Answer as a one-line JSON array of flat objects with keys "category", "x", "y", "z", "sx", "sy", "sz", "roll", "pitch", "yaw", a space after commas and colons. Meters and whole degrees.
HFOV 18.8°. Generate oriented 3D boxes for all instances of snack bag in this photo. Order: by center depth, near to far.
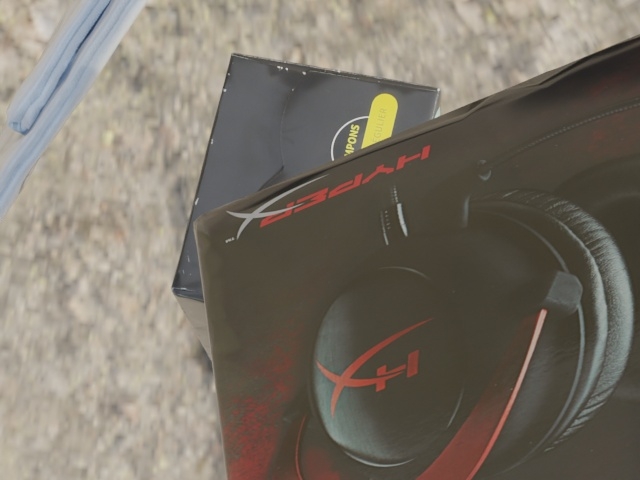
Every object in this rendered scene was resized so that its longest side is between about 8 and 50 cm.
[{"category": "snack bag", "x": -0.125, "y": -0.158, "z": 1.132, "sx": 0.037, "sy": 0.323, "sz": 0.342, "roll": 29, "pitch": 135, "yaw": -12}]

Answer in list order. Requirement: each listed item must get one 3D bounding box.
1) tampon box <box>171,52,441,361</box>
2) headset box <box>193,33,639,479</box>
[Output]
[{"category": "tampon box", "x": 0.000, "y": 0.000, "z": 0.933, "sx": 0.101, "sy": 0.161, "sz": 0.120, "roll": 11, "pitch": 75, "yaw": 7}, {"category": "headset box", "x": 0.100, "y": 0.070, "z": 0.404, "sx": 0.218, "sy": 0.293, "sz": 0.110, "roll": -22, "pitch": 122, "yaw": 7}]
